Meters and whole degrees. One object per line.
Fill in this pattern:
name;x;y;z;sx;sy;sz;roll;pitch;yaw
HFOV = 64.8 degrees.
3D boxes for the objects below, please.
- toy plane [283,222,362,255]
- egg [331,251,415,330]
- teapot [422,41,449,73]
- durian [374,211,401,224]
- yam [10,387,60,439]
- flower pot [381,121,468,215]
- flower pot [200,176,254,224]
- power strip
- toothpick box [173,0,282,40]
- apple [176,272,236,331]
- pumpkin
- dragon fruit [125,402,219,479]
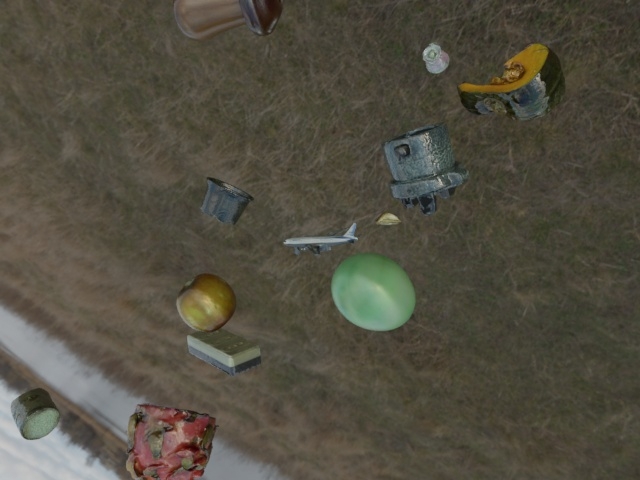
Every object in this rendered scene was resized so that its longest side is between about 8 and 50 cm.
toy plane;0.002;0.003;1.372;0.226;0.226;0.058;-13;103;26
egg;0.158;0.154;1.497;0.270;0.220;0.220;32;155;-27
teapot;0.307;-0.497;1.353;0.064;0.083;0.064;-8;168;29
durian;0.251;-0.071;1.927;0.066;0.130;0.052;51;131;38
yam;-0.517;0.306;0.910;0.146;0.070;0.069;10;143;52
flower pot;0.377;-0.252;1.794;0.299;0.299;0.283;-1;111;48
flower pot;-0.295;-0.116;1.555;0.157;0.107;0.157;24;-172;-3
power strip;-0.289;0.316;1.476;0.257;0.105;0.070;8;106;46
toothpick box;-0.255;-0.666;1.426;0.294;0.192;0.192;-2;137;18
apple;-0.309;0.160;1.363;0.146;0.163;0.147;-38;122;16
pumpkin;0.560;-0.461;1.467;0.139;0.190;0.280;37;174;-41
dragon fruit;-0.498;0.679;1.626;0.296;0.263;0.314;8;158;5
